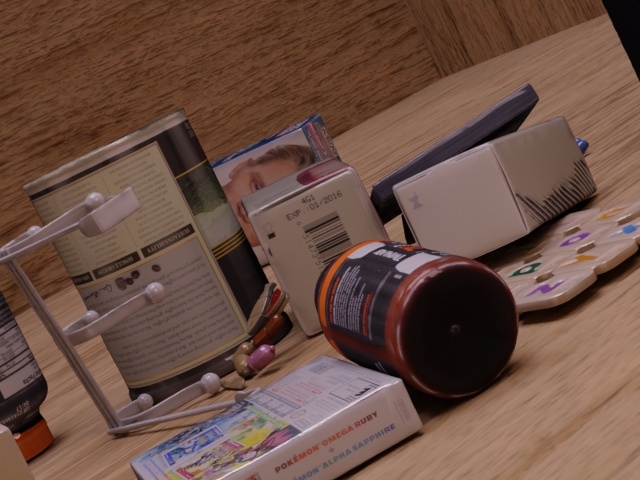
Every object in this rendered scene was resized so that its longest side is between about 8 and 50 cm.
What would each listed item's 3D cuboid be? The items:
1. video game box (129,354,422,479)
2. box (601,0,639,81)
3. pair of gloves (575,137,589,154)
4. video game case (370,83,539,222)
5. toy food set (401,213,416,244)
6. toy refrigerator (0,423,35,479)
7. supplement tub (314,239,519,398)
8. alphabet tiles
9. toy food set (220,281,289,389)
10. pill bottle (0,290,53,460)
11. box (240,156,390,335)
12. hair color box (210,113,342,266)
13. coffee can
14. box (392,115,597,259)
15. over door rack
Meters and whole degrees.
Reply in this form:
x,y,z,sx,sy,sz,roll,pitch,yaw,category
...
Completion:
x,y,z,sx,sy,sz,roll,pitch,yaw,category
-0.040,0.155,1.071,0.187,0.048,0.205,-25,7,-13,video game box
0.570,-0.319,1.614,0.395,0.212,0.293,-30,8,-23,box
0.251,-0.087,1.827,0.159,0.023,0.198,-28,8,-11,pair of gloves
0.139,-0.086,1.579,0.196,0.026,0.274,-33,-4,-2,video game case
0.189,-0.030,1.626,0.192,0.038,0.132,-20,16,9,toy food set
-0.400,0.273,1.314,0.269,0.094,0.102,-31,16,-26,toy refrigerator
0.063,0.054,1.103,0.106,0.106,0.198,-29,16,-18,supplement tub
0.174,0.035,1.263,0.284,0.021,0.278,-31,10,-33,alphabet tiles
-0.059,0.100,1.455,0.078,0.019,0.122,-7,55,64,toy food set
-0.391,0.138,1.594,0.130,0.246,0.130,-24,8,4,pill bottle
0.000,0.000,1.595,0.127,0.149,0.232,-26,8,-2,box
-0.125,-0.044,2.205,0.347,0.174,0.105,-24,9,22,hair color box
-0.181,0.018,1.597,0.201,0.275,0.201,-26,8,4,coffee can
0.180,-0.051,1.411,0.113,0.094,0.275,-24,0,27,box
-0.176,0.071,1.374,0.108,0.239,0.324,-37,11,-27,over door rack
